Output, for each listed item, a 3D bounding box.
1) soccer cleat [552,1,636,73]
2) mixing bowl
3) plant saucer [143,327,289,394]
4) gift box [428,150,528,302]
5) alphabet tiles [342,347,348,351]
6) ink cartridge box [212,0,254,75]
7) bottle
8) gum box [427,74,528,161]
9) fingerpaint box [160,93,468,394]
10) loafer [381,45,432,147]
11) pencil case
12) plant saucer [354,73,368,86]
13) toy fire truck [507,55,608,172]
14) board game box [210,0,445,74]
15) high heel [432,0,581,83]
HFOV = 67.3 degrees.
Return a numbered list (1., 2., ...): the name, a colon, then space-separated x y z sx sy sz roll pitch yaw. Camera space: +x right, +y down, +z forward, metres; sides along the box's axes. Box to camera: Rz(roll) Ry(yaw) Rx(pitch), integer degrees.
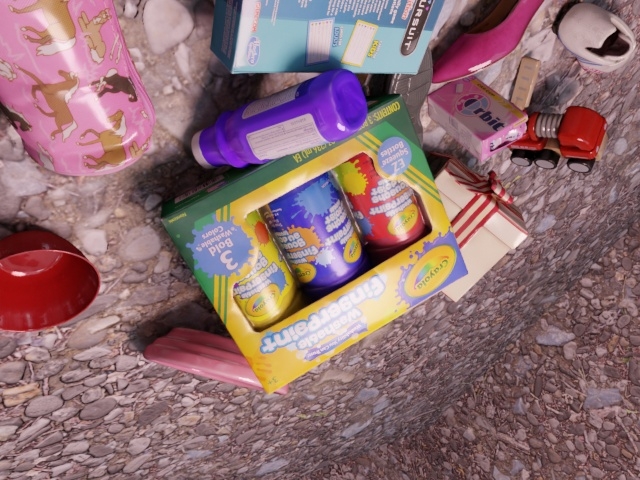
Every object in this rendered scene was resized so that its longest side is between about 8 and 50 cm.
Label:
1. soccer cleat: 0.653 -0.434 1.094 0.331 0.143 0.116 0 131 -40
2. mixing bowl: -0.459 0.050 0.768 0.181 0.098 0.181 -23 144 -18
3. plant saucer: -0.227 0.273 1.099 0.332 0.332 0.084 43 55 -54
4. gift box: 0.307 -0.056 1.120 0.258 0.276 0.255 -50 -178 24
5. alphabet tiles: 0.086 0.261 1.538 0.285 0.011 0.342 -4 134 -37
6. ink cartridge box: -0.047 -0.376 0.665 0.223 0.045 0.224 -32 144 -6
7. bottle: -0.074 -0.170 0.726 0.118 0.283 0.092 -51 123 -51
8. gum box: 0.319 -0.253 0.985 0.107 0.188 0.062 -31 145 -5
9. fingerpaint box: 0.000 0.000 0.886 0.445 0.163 0.371 -29 111 -8
10. loafer: 0.150 -0.268 0.931 0.096 0.084 0.267 -25 140 -16
11. pencil case: -0.300 -0.249 0.511 0.160 0.167 0.386 -57 159 -36
12. plant saucer: 0.049 -0.299 0.860 0.083 0.015 0.083 -22 143 -18
13. toy fire truck: 0.535 -0.290 1.121 0.246 0.217 0.158 30 81 -47
14. board game box: 0.035 -0.359 0.643 0.336 0.079 0.254 -13 139 -34
15. high heel: 0.334 -0.454 0.878 0.377 0.127 0.181 -35 116 6
